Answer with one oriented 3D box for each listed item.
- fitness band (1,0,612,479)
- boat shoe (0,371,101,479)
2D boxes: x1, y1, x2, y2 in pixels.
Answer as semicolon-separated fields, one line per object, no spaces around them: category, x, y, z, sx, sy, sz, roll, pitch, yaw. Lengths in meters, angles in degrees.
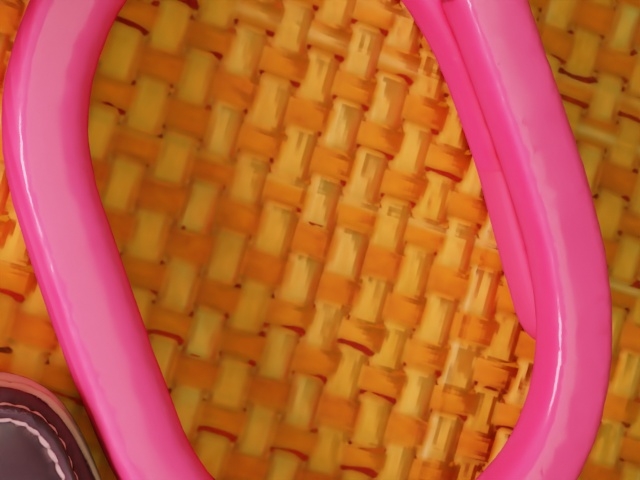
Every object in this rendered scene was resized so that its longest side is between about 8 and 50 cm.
fitness band;0.000;0.000;0.568;0.209;0.054;0.291;-21;99;-17
boat shoe;-0.107;0.190;0.518;0.103;0.092;0.285;1;93;-20
